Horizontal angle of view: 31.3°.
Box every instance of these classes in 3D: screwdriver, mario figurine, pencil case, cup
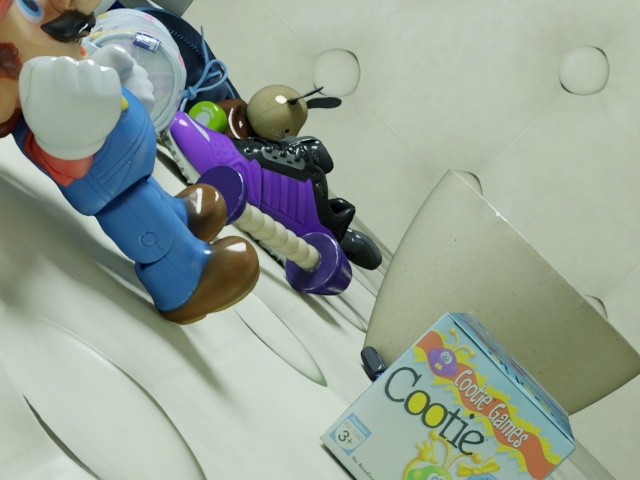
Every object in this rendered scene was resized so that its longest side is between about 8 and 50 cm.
[{"bbox_3d":[0.076,0.167,1.259,0.170,0.024,0.025,-121,-166,-61],"label":"screwdriver"},{"bbox_3d":[-0.141,-0.092,0.741,0.198,0.170,0.320,4,-34,40],"label":"mario figurine"},{"bbox_3d":[-0.215,-0.190,1.264,0.124,0.114,0.273,19,12,-12],"label":"pencil case"},{"bbox_3d":[0.191,0.112,1.382,0.331,0.237,0.331,44,6,-6],"label":"cup"}]

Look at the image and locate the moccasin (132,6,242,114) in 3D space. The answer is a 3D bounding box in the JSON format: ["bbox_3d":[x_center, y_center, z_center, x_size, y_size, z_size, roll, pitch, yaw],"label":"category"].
[{"bbox_3d":[-0.177,-0.223,1.665,0.117,0.137,0.342,53,10,30],"label":"moccasin"}]

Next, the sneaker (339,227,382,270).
[{"bbox_3d":[0.001,-0.001,1.586,0.170,0.051,0.089,43,47,-1],"label":"sneaker"}]

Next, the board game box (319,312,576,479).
[{"bbox_3d":[0.120,0.160,0.992,0.144,0.142,0.275,46,5,11],"label":"board game box"}]

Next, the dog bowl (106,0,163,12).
[{"bbox_3d":[-0.337,-0.375,1.757,0.265,0.104,0.265,44,5,-5],"label":"dog bowl"}]

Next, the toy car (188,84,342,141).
[{"bbox_3d":[-0.061,-0.154,1.585,0.149,0.188,0.155,66,14,11],"label":"toy car"}]

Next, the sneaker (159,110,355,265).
[{"bbox_3d":[-0.067,-0.088,1.416,0.293,0.146,0.102,42,6,-32],"label":"sneaker"}]

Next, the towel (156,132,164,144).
[{"bbox_3d":[-0.221,-0.150,1.454,0.083,0.009,0.060,47,7,16],"label":"towel"}]

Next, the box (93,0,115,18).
[{"bbox_3d":[-0.351,-0.401,1.273,0.168,0.215,0.345,48,6,28],"label":"box"}]

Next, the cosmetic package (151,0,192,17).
[{"bbox_3d":[-0.285,-0.504,1.513,0.377,0.097,0.284,32,-34,-8],"label":"cosmetic package"}]

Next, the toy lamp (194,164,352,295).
[{"bbox_3d":[-0.046,0.000,1.310,0.080,0.080,0.274,49,8,37],"label":"toy lamp"}]
